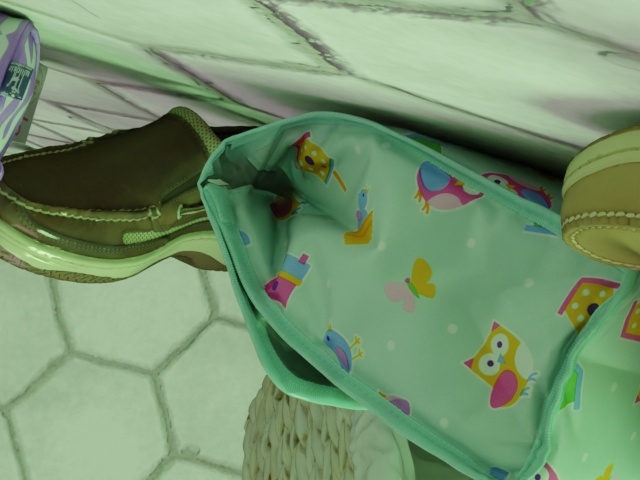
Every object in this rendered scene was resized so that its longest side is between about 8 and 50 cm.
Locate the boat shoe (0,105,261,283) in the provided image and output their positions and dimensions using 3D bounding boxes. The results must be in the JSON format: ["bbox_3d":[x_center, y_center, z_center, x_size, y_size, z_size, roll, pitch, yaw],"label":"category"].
[{"bbox_3d":[-0.101,-0.039,1.094,0.095,0.095,0.257,42,-157,24],"label":"boat shoe"}]

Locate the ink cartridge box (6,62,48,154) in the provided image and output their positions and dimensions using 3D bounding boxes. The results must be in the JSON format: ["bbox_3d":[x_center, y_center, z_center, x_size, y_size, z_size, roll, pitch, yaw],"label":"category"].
[{"bbox_3d":[-0.235,-0.099,1.132,0.181,0.061,0.104,16,177,11],"label":"ink cartridge box"}]

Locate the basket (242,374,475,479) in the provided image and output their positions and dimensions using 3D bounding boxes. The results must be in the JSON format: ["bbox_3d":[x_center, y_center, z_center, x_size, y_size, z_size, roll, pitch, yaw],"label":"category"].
[{"bbox_3d":[0.127,0.187,1.265,0.328,0.331,0.266,16,135,-19],"label":"basket"}]

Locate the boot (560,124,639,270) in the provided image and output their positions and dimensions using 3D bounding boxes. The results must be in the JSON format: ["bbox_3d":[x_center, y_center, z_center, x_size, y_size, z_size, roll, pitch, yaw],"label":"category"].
[{"bbox_3d":[0.164,0.066,0.697,0.095,0.203,0.262,19,174,-35],"label":"boot"}]

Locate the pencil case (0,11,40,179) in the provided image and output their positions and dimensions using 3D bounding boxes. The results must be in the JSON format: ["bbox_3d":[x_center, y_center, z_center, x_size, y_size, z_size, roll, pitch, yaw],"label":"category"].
[{"bbox_3d":[-0.247,-0.098,0.987,0.206,0.088,0.086,17,175,2],"label":"pencil case"}]

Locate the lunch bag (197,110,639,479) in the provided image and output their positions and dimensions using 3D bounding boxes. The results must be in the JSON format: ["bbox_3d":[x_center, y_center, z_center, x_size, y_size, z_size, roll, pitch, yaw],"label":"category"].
[{"bbox_3d":[0.081,0.031,1.015,0.262,0.160,0.223,27,-173,33],"label":"lunch bag"}]
